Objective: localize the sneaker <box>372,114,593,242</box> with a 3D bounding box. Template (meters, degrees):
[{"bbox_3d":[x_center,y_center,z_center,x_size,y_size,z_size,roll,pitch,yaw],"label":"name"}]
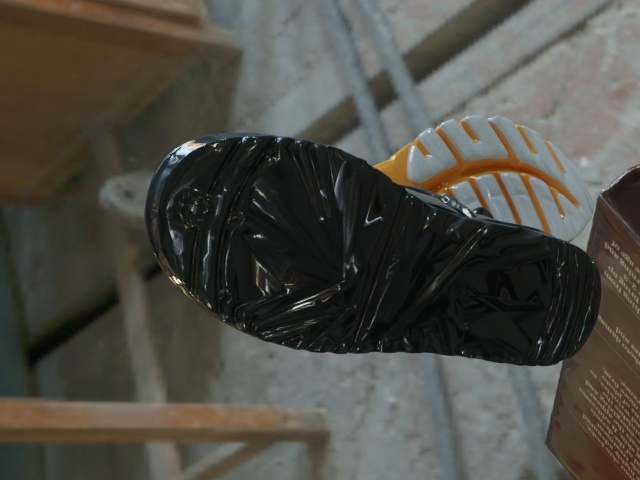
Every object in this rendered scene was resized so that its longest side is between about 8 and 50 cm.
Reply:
[{"bbox_3d":[0.048,-0.005,0.839,0.084,0.215,0.083,67,153,22],"label":"sneaker"}]

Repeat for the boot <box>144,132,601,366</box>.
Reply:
[{"bbox_3d":[0.000,-0.001,0.389,0.099,0.121,0.045,21,97,63],"label":"boot"}]

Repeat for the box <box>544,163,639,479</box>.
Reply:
[{"bbox_3d":[0.276,0.100,1.073,0.191,0.143,0.381,51,161,26],"label":"box"}]
